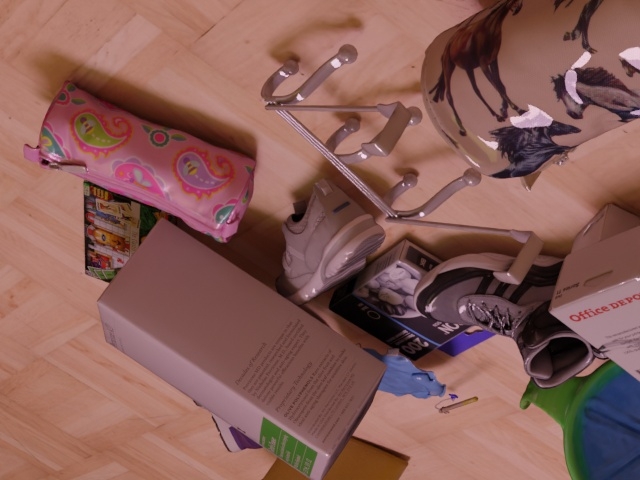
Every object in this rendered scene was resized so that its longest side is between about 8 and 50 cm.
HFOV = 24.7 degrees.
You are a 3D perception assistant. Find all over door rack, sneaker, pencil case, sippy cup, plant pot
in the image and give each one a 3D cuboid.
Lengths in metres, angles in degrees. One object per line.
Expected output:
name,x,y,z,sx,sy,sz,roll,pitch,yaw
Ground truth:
over door rack,0.093,-0.094,1.579,0.239,0.108,0.324,41,175,-27
sneaker,0.000,0.000,1.897,0.115,0.105,0.281,58,152,8
sneaker,-0.118,0.238,2.324,0.124,0.107,0.283,-6,145,15
pencil case,0.291,-0.179,1.346,0.183,0.160,0.410,40,145,-25
sippy cup,0.419,0.258,1.861,0.306,0.240,0.224,60,180,10
plant pot,-0.006,0.433,2.443,0.187,0.212,0.212,34,149,6
pencil case,-0.222,-0.096,1.838,0.284,0.124,0.124,22,149,-1
sneaker,0.233,0.097,1.776,0.268,0.153,0.101,-3,132,20

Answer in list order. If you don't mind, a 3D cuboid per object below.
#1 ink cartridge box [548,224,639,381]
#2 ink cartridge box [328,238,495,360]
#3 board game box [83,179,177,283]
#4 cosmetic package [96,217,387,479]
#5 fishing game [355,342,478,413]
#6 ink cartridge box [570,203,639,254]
ink cartridge box,0.385,0.082,1.642,0.208,0.087,0.153,36,145,-22
ink cartridge box,0.145,0.096,1.969,0.208,0.045,0.206,29,148,-14
board game box,-0.275,0.000,2.105,0.136,0.030,0.260,18,149,3
cosmetic package,-0.107,0.150,1.963,0.365,0.155,0.197,31,161,9
fishing game,0.091,0.178,2.064,0.264,0.041,0.189,22,160,-7
ink cartridge box,0.370,0.026,1.707,0.135,0.056,0.099,25,149,-4
